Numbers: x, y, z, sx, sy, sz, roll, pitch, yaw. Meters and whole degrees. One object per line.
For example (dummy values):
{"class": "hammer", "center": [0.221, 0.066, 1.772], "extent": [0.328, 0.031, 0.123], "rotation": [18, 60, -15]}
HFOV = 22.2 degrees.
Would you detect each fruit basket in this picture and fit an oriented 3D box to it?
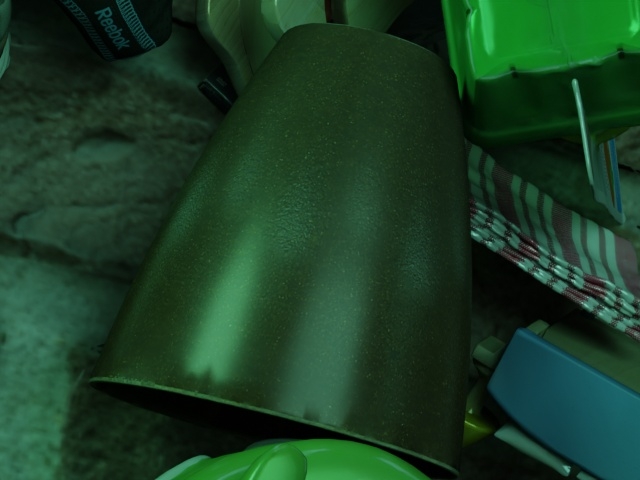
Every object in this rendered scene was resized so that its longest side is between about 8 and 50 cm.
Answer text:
{"class": "fruit basket", "center": [0.174, -0.181, 1.061], "extent": [0.353, 0.165, 0.327], "rotation": [8, 73, -70]}

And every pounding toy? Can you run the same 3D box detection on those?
{"class": "pounding toy", "center": [0.002, -0.198, 1.119], "extent": [0.154, 0.155, 0.269], "rotation": [40, 64, -38]}

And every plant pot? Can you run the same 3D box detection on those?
{"class": "plant pot", "center": [0.000, 0.000, 0.945], "extent": [0.215, 0.215, 0.230], "rotation": [18, 78, -20]}

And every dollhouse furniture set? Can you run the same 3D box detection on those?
{"class": "dollhouse furniture set", "center": [0.228, 0.177, 1.105], "extent": [0.303, 0.198, 0.286], "rotation": [30, 16, 13]}

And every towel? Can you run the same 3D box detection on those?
{"class": "towel", "center": [0.143, -0.015, 1.095], "extent": [0.197, 0.029, 0.144], "rotation": [31, 19, -15]}

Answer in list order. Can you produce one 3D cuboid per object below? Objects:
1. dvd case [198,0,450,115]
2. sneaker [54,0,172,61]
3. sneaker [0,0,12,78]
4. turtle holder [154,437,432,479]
{"class": "dvd case", "center": [0.040, -0.121, 1.157], "extent": [0.164, 0.018, 0.221], "rotation": [44, 58, -5]}
{"class": "sneaker", "center": [-0.146, -0.268, 1.076], "extent": [0.125, 0.139, 0.340], "rotation": [-9, 52, 14]}
{"class": "sneaker", "center": [-0.252, -0.221, 0.998], "extent": [0.100, 0.108, 0.271], "rotation": [-21, 80, -29]}
{"class": "turtle holder", "center": [-0.038, 0.262, 0.844], "extent": [0.243, 0.227, 0.320], "rotation": [12, 78, -20]}
